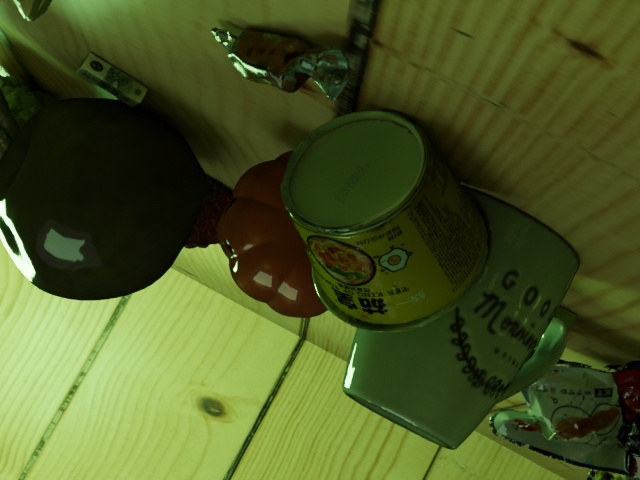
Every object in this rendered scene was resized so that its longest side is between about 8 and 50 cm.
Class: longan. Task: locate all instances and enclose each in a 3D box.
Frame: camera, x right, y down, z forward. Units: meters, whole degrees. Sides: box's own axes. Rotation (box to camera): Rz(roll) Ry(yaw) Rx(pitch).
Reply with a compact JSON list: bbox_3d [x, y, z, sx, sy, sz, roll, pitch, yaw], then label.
[{"bbox_3d":[-0.289,-0.053,1.547,0.288,0.288,0.350,32,175,-16],"label":"longan"}]

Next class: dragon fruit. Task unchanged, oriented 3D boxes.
[{"bbox_3d":[-0.240,-0.054,1.829,0.274,0.126,0.161,32,169,-16],"label":"dragon fruit"}]

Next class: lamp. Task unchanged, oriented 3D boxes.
[{"bbox_3d":[-0.018,-0.009,1.301,0.188,0.187,0.164,30,168,-7],"label":"lamp"}]

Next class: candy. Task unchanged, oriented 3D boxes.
[{"bbox_3d":[-0.038,-0.154,1.021,0.053,0.046,0.182,39,168,-38],"label":"candy"}]

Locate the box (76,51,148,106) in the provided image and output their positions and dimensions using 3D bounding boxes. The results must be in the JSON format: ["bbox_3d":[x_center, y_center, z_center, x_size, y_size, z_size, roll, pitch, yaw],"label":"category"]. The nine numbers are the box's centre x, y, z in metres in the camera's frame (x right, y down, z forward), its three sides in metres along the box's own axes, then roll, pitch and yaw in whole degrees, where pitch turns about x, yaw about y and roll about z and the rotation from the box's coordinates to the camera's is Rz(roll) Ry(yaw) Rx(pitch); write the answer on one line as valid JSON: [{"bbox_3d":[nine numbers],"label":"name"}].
[{"bbox_3d":[-0.258,-0.198,1.459,0.083,0.024,0.054,32,168,-16],"label":"box"}]

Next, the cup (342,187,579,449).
[{"bbox_3d":[0.159,0.101,1.236,0.258,0.234,0.186,33,170,-36],"label":"cup"}]

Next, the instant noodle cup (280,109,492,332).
[{"bbox_3d":[0.053,-0.027,1.086,0.182,0.182,0.144,22,158,34],"label":"instant noodle cup"}]

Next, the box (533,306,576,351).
[{"bbox_3d":[0.211,0.095,1.540,0.175,0.062,0.260,28,170,0],"label":"box"}]

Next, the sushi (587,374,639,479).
[{"bbox_3d":[0.419,0.266,1.599,0.179,0.166,0.296,3,172,10],"label":"sushi"}]

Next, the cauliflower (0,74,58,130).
[{"bbox_3d":[-0.503,-0.129,1.823,0.275,0.250,0.272,26,173,-12],"label":"cauliflower"}]

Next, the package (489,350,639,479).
[{"bbox_3d":[0.348,0.216,1.440,0.270,0.071,0.194,9,134,5],"label":"package"}]

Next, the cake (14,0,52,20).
[{"bbox_3d":[-0.324,-0.287,1.197,0.140,0.055,0.051,44,176,17],"label":"cake"}]

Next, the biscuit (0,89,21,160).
[{"bbox_3d":[-0.488,-0.170,1.587,0.426,0.144,0.078,75,177,-52],"label":"biscuit"}]
